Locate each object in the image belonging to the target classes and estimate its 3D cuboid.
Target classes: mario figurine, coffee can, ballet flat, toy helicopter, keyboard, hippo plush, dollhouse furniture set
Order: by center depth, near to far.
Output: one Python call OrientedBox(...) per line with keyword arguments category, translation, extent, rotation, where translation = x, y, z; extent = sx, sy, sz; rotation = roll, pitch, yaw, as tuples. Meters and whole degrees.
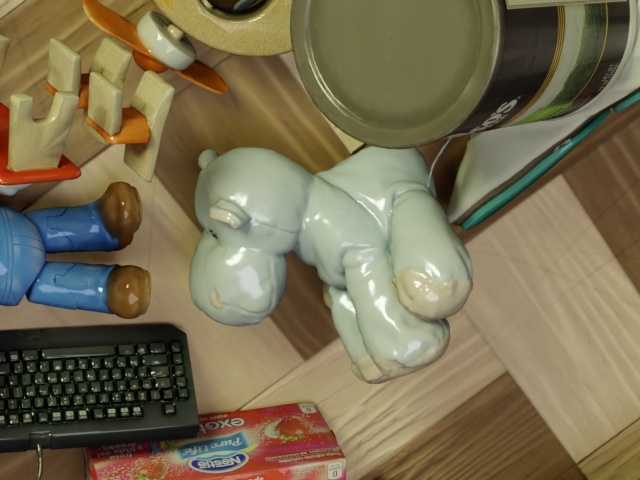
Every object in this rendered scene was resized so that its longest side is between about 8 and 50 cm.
OrientedBox(category="dollhouse furniture set", translation=(-0.302, -0.109, 1.592), extent=(0.262, 0.259, 0.135), rotation=(-6, 122, -39))
OrientedBox(category="coffee can", translation=(0.132, -0.194, 1.640), extent=(0.275, 0.201, 0.201), rotation=(-14, 127, -55))
OrientedBox(category="toy helicopter", translation=(-0.158, -0.256, 1.676), extent=(0.355, 0.140, 0.235), rotation=(15, 119, -13))
OrientedBox(category="mario figurine", translation=(-0.314, 0.015, 1.703), extent=(0.321, 0.198, 0.170), rotation=(-4, 129, -21))
OrientedBox(category="hippo plush", translation=(0.000, 0.000, 1.769), extent=(0.237, 0.234, 0.294), rotation=(4, 114, -21))
OrientedBox(category="ballet flat", translation=(0.248, -0.159, 1.806), extent=(0.139, 0.139, 0.400), rotation=(31, 131, -28))
OrientedBox(category="keyboard", translation=(-0.274, 0.180, 1.810), extent=(0.317, 0.201, 0.033), rotation=(-3, 159, -16))

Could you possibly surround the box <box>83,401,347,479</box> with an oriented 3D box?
OrientedBox(category="box", translation=(-0.110, 0.264, 1.926), extent=(0.257, 0.122, 0.128), rotation=(-6, 118, -15))
